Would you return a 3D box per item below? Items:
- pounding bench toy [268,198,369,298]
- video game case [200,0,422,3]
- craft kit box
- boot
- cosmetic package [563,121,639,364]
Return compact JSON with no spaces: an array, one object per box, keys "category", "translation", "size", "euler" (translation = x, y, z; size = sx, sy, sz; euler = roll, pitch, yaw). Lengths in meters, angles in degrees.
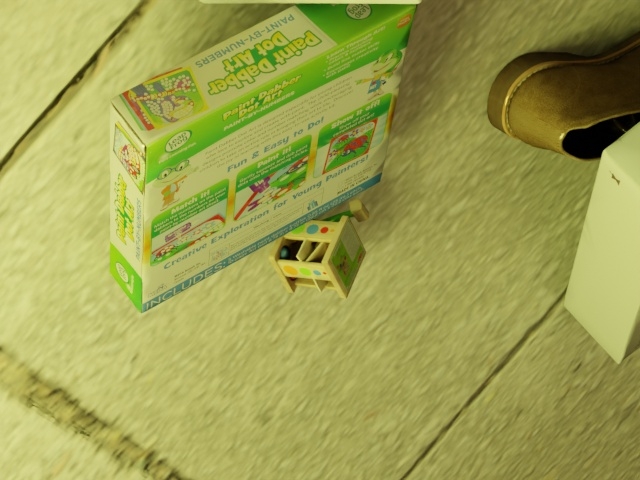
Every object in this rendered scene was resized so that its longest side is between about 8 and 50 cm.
[{"category":"pounding bench toy","translation":[0.000,0.000,1.709],"size":[0.083,0.065,0.052],"euler":[-66,146,-31]},{"category":"video game case","translation":[-0.062,-0.234,1.385],"size":[0.227,0.206,0.026],"euler":[42,61,-48]},{"category":"craft kit box","translation":[-0.050,-0.076,1.551],"size":[0.250,0.061,0.246],"euler":[-29,158,-22]},{"category":"boot","translation":[0.305,-0.128,1.836],"size":[0.305,0.115,0.112],"euler":[-15,126,-34]},{"category":"cosmetic package","translation":[0.377,-0.058,1.857],"size":[0.284,0.097,0.377],"euler":[-36,161,-12]}]
